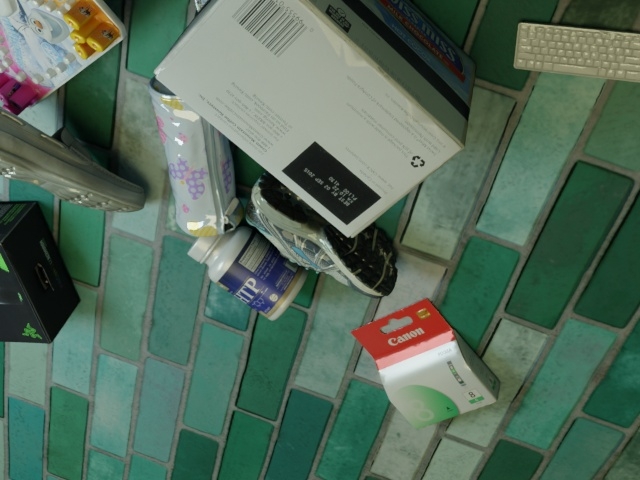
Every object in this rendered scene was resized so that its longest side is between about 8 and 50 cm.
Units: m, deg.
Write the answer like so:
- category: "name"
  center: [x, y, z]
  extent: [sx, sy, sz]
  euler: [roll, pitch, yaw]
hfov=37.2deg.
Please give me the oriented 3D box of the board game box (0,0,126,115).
- category: "board game box"
  center: [-0.506, -0.375, 1.374]
  extent: [0.390, 0.050, 0.390]
  euler: [48, 147, -20]

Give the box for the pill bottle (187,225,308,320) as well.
- category: "pill bottle"
  center: [-0.125, 0.041, 1.607]
  extent: [0.187, 0.112, 0.112]
  euler: [35, 130, -8]

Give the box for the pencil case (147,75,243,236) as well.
- category: "pencil case"
  center: [-0.190, -0.138, 1.482]
  extent: [0.114, 0.124, 0.273]
  euler: [-15, 125, -12]

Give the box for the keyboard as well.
- category: "keyboard"
  center: [0.389, -0.247, 1.265]
  extent: [0.256, 0.014, 0.072]
  euler: [9, 129, 13]

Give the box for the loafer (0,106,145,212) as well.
- category: "loafer"
  center: [-0.424, -0.132, 1.552]
  extent: [0.319, 0.111, 0.112]
  euler: [24, 160, -35]

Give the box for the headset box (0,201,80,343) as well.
- category: "headset box"
  center: [-0.621, 0.062, 1.787]
  extent: [0.283, 0.131, 0.246]
  euler: [0, 127, 18]

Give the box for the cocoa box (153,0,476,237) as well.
- category: "cocoa box"
  center: [0.006, -0.226, 1.266]
  extent: [0.347, 0.228, 0.231]
  euler: [39, 127, -17]

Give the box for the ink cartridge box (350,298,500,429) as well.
- category: "ink cartridge box"
  center: [0.181, 0.223, 1.680]
  extent: [0.181, 0.056, 0.224]
  euler: [-28, 115, 34]

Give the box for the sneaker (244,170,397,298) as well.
- category: "sneaker"
  center: [0.000, 0.000, 1.554]
  extent: [0.283, 0.110, 0.122]
  euler: [39, 143, -4]

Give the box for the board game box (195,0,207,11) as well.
- category: "board game box"
  center: [-0.141, -0.373, 1.351]
  extent: [0.090, 0.020, 0.090]
  euler: [2, 127, 18]
